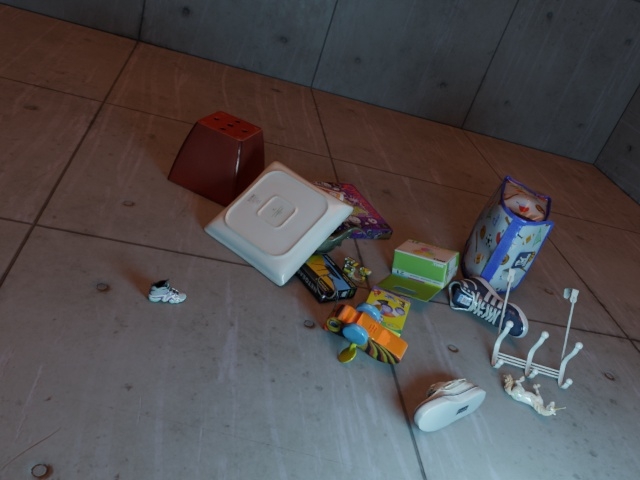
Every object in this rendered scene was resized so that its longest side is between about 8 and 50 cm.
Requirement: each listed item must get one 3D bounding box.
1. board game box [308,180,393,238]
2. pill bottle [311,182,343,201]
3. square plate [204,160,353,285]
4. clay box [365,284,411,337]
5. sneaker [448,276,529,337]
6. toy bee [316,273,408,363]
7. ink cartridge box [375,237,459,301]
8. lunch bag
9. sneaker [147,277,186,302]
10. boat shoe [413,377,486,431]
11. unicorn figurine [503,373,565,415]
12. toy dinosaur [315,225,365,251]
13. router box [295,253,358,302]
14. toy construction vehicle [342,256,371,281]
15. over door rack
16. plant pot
[{"bbox_3d":[0.106,-0.120,2.325,0.208,0.056,0.347,5,32,-33],"label":"board game box"},{"bbox_3d":[-0.040,-0.133,2.047,0.216,0.121,0.121,17,29,-6],"label":"pill bottle"},{"bbox_3d":[-0.135,-0.076,1.900,0.344,0.049,0.347,34,68,24],"label":"square plate"},{"bbox_3d":[0.182,0.223,1.773,0.127,0.053,0.222,23,28,7],"label":"clay box"},{"bbox_3d":[0.524,0.216,1.950,0.153,0.099,0.282,2,30,-31],"label":"sneaker"},{"bbox_3d":[0.088,0.221,1.640,0.195,0.162,0.298,-28,84,-35],"label":"toy bee"},{"bbox_3d":[0.320,0.093,1.994,0.188,0.097,0.255,16,24,27],"label":"ink cartridge box"},{"bbox_3d":[0.666,-0.006,2.186,0.239,0.328,0.385,27,28,10],"label":"lunch bag"},{"bbox_3d":[-0.391,0.125,1.571,0.098,0.069,0.038,2,34,-28],"label":"sneaker"},{"bbox_3d":[0.307,0.395,1.516,0.267,0.096,0.088,-8,35,-42],"label":"boat shoe"},{"bbox_3d":[0.581,0.429,1.674,0.162,0.060,0.111,9,27,15],"label":"unicorn figurine"},{"bbox_3d":[0.000,0.000,1.942,0.313,0.121,0.160,13,20,37],"label":"toy dinosaur"},{"bbox_3d":[0.009,0.113,1.862,0.133,0.046,0.179,-5,37,-38],"label":"router box"},{"bbox_3d":[0.110,0.096,1.975,0.098,0.035,0.086,30,19,13],"label":"toy construction vehicle"},{"bbox_3d":[0.649,0.249,1.814,0.239,0.108,0.324,18,66,-5],"label":"over door rack"},{"bbox_3d":[-0.344,-0.305,2.167,0.267,0.236,0.267,25,30,9],"label":"plant pot"}]
